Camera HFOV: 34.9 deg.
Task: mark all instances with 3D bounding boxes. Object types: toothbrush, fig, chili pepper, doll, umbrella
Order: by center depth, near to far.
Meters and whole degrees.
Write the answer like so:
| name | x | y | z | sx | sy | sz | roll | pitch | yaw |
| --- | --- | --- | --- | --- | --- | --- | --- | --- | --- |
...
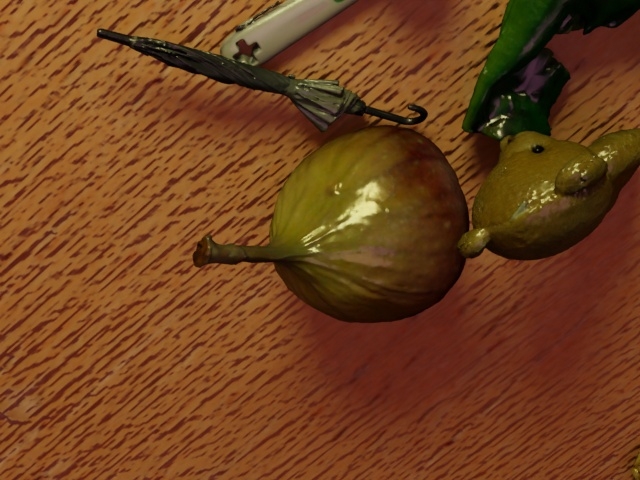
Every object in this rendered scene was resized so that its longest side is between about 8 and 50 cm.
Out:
| name | x | y | z | sx | sy | sz | roll | pitch | yaw |
| --- | --- | --- | --- | --- | --- | --- | --- | --- | --- |
| toothbrush | 0.106 | -0.238 | 0.761 | 0.418 | 0.040 | 0.042 | -30 | 121 | 6 |
| chili pepper | 0.196 | -0.183 | 0.780 | 0.099 | 0.083 | 0.253 | 24 | 113 | -27 |
| fig | 0.000 | -0.008 | 0.786 | 0.231 | 0.143 | 0.160 | -1 | 120 | -21 |
| umbrella | -0.042 | -0.118 | 0.788 | 0.269 | 0.044 | 0.044 | 11 | 67 | -19 |
| doll | 0.187 | -0.047 | 0.795 | 0.137 | 0.209 | 0.097 | -44 | 78 | 32 |

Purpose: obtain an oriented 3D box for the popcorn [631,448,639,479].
| name | x | y | z | sx | sy | sz | roll | pitch | yaw |
| --- | --- | --- | --- | --- | --- | --- | --- | --- | --- |
| popcorn | 0.348 | 0.232 | 1.001 | 0.082 | 0.057 | 0.083 | -1 | 117 | -7 |
